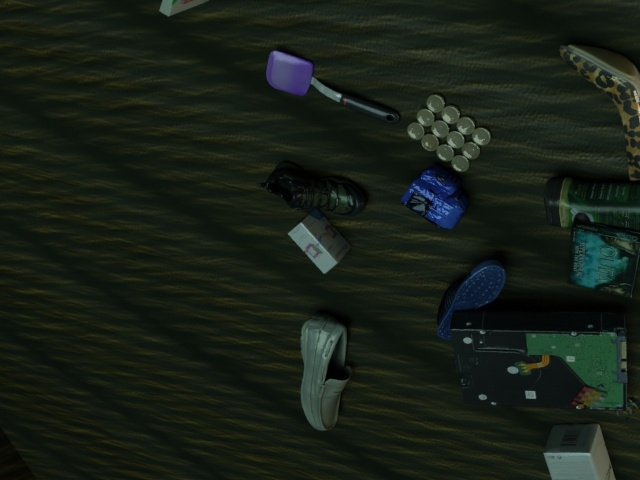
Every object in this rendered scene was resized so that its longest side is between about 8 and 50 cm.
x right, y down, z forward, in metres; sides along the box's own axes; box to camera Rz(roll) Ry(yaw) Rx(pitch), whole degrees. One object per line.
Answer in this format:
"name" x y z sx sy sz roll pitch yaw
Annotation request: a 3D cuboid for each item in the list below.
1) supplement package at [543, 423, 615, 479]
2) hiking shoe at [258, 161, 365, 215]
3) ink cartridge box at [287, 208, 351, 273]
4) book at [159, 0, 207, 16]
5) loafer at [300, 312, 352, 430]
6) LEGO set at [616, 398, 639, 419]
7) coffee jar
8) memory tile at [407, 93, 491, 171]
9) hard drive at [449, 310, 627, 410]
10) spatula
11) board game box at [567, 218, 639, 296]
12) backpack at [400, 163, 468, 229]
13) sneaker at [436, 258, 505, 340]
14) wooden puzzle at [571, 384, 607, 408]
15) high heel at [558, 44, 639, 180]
"supplement package" 0.566 0.500 1.850 0.105 0.105 0.179 -9 112 32
"hiking shoe" -0.018 -0.092 1.827 0.226 0.114 0.086 18 124 19
"ink cartridge box" 0.000 0.000 1.885 0.122 0.088 0.052 49 125 -4
"book" -0.261 -0.511 1.702 0.035 0.144 0.096 33 128 8
"loafer" 0.018 0.326 2.046 0.111 0.112 0.320 15 122 31
"LEGO set" 0.648 0.349 1.778 0.083 0.023 0.054 16 126 4
"coffee jar" 0.506 -0.065 1.573 0.184 0.079 0.096 7 147 25
"memory tile" 0.251 -0.210 1.679 0.148 0.012 0.113 37 128 5
"hard drive" 0.447 0.245 1.743 0.338 0.064 0.237 -1 130 20
"spatula" 0.025 -0.300 1.739 0.296 0.030 0.084 26 127 13
"board game box" 0.532 0.036 1.606 0.126 0.026 0.186 13 149 22
"backpack" 0.237 -0.085 1.704 0.120 0.098 0.101 37 124 7
"sneaker" 0.305 0.105 1.771 0.081 0.090 0.232 21 131 -12
"wooden puzzle" 0.545 0.317 1.727 0.049 0.006 0.083 19 134 1
"high heel" 0.502 -0.220 1.491 0.261 0.093 0.186 31 131 9
